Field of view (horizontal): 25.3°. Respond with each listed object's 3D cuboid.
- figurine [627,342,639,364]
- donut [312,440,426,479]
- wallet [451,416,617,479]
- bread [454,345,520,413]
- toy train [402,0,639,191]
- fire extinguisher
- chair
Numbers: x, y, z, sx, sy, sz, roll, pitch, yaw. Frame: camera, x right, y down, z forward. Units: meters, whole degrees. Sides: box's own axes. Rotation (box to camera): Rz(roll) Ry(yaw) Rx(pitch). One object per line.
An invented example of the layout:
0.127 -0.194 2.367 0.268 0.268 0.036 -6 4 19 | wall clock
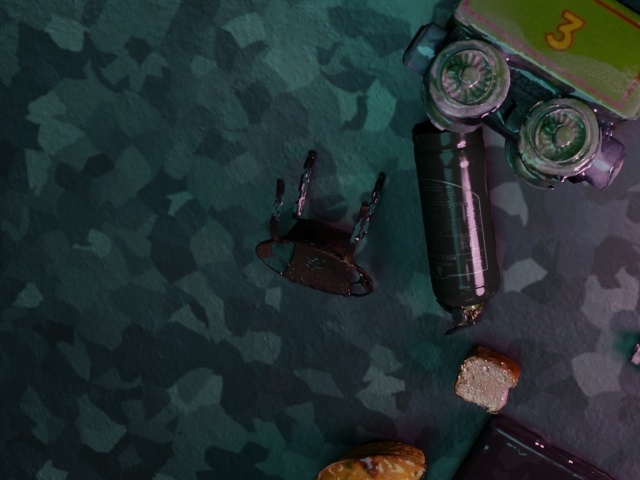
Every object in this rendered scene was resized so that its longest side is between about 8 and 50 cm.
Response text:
0.480 0.186 1.935 0.129 0.054 0.072 29 118 7 | figurine
0.051 0.399 2.108 0.151 0.112 0.295 24 112 10 | donut
0.254 0.467 2.098 0.228 0.062 0.406 30 113 5 | wallet
0.235 0.190 1.999 0.083 0.070 0.076 24 114 6 | bread
0.268 -0.213 1.766 0.307 0.173 0.249 32 88 4 | toy train
0.184 -0.011 1.934 0.114 0.095 0.311 7 113 46 | fire extinguisher
0.000 0.000 1.967 0.174 0.149 0.213 16 117 9 | chair
